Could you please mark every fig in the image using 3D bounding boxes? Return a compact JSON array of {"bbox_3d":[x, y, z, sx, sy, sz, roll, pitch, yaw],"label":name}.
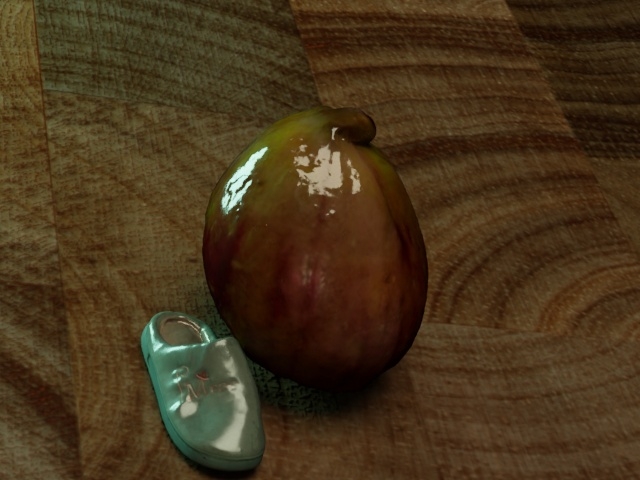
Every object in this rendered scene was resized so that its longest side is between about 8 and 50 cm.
[{"bbox_3d":[-0.006,0.011,1.560,0.224,0.263,0.224,-17,11,3],"label":"fig"}]

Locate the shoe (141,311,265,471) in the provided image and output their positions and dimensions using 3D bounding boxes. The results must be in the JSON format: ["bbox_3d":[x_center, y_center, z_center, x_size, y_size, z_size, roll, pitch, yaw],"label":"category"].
[{"bbox_3d":[-0.104,0.118,1.493,0.079,0.078,0.195,-1,36,-27],"label":"shoe"}]
